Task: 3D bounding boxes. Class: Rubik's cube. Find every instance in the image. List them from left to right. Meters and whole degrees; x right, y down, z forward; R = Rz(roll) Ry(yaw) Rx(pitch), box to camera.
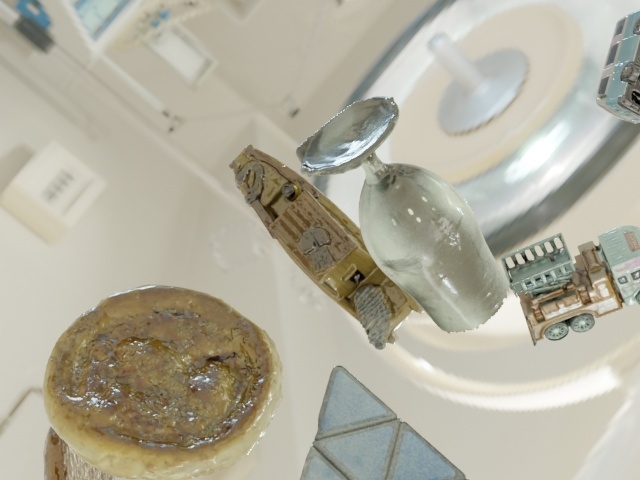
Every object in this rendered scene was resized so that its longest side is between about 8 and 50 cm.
[{"bbox_3d":[0.068,0.324,1.492,0.228,0.229,0.233,-56,-160,13],"label":"Rubik's cube"}]

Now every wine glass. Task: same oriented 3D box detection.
[{"bbox_3d":[0.079,-0.017,1.145,0.103,0.222,0.103,-28,-150,18],"label":"wine glass"}]

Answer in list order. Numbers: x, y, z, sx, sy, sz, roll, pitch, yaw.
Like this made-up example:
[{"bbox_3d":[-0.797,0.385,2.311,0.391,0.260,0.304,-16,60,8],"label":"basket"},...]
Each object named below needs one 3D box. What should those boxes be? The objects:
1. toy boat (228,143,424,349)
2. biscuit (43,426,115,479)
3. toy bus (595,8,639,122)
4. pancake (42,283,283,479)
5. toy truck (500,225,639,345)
[{"bbox_3d":[0.000,0.000,1.602,0.089,0.321,0.121,-46,159,7],"label":"toy boat"},{"bbox_3d":[-0.241,0.308,1.375,0.037,0.262,0.262,-19,-170,0],"label":"biscuit"},{"bbox_3d":[0.347,-0.189,1.427,0.075,0.060,0.123,-10,-120,64],"label":"toy bus"},{"bbox_3d":[-0.096,0.084,0.802,0.158,0.158,0.028,-60,165,-47],"label":"pancake"},{"bbox_3d":[0.318,0.041,1.559,0.178,0.115,0.080,-22,-138,10],"label":"toy truck"}]
